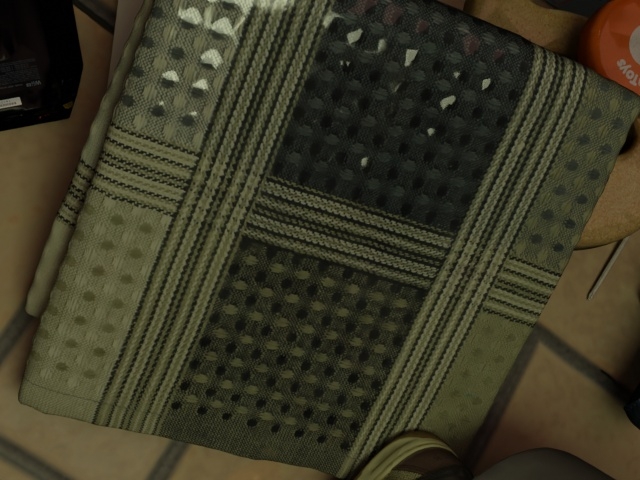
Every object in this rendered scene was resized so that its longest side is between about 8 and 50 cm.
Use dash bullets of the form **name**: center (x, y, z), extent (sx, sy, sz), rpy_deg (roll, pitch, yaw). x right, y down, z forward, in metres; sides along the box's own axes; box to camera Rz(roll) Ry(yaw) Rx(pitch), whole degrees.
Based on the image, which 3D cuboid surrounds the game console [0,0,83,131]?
- **game console**: center (-0.335, -0.150, 0.620), extent (0.361, 0.044, 0.213), rpy_deg (-13, 84, -22)

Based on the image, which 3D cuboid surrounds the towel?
- **towel**: center (0.000, 0.000, 0.640), extent (0.312, 0.056, 0.324), rpy_deg (17, 109, -19)

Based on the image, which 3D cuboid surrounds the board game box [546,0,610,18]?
- **board game box**: center (0.167, -0.302, 0.773), extent (0.275, 0.144, 0.142), rpy_deg (29, 72, -14)

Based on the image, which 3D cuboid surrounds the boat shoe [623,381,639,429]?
- **boat shoe**: center (0.303, 0.045, 0.796), extent (0.089, 0.109, 0.258), rpy_deg (45, 61, 5)

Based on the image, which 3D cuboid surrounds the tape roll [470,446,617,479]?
- **tape roll**: center (0.130, 0.244, 0.649), extent (0.219, 0.072, 0.219), rpy_deg (-18, 122, -33)

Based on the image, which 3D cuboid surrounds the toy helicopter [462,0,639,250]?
- **toy helicopter**: center (0.079, -0.082, 0.735), extent (0.355, 0.140, 0.235), rpy_deg (15, 85, -6)

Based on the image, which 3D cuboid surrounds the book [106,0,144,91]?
- **book**: center (-0.089, -0.111, 0.680), extent (0.096, 0.035, 0.144), rpy_deg (5, 84, 4)

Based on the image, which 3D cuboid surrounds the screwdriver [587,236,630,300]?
- **screwdriver**: center (0.259, -0.021, 0.824), extent (0.024, 0.025, 0.170), rpy_deg (38, 70, -10)

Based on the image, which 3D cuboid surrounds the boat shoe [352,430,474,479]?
- **boat shoe**: center (0.018, 0.222, 0.648), extent (0.080, 0.073, 0.223), rpy_deg (41, 85, -17)
